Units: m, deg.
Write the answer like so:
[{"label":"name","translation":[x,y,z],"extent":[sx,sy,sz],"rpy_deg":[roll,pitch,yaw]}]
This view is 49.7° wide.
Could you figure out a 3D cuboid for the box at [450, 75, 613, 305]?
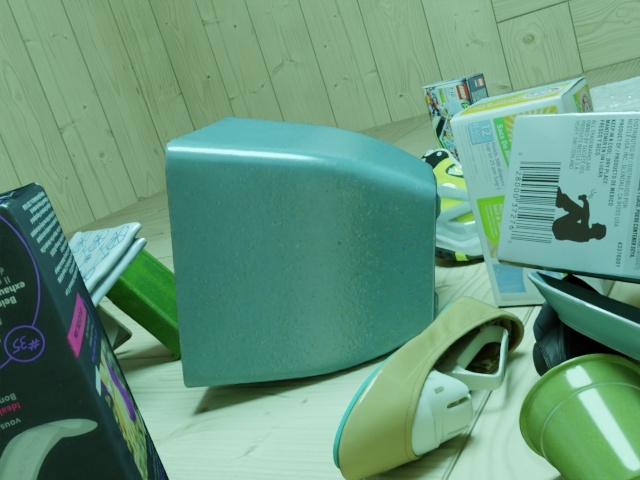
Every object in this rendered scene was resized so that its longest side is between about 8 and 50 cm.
[{"label":"box","translation":[0.221,-0.048,0.696],"extent":[0.114,0.203,0.103],"rpy_deg":[-8,17,36]}]

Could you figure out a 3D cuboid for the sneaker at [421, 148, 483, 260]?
[{"label":"sneaker","translation":[0.311,-0.093,0.888],"extent":[0.384,0.147,0.145],"rpy_deg":[-18,11,-4]}]

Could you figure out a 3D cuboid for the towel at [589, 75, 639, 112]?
[{"label":"towel","translation":[0.466,-0.171,1.046],"extent":[0.282,0.049,0.187],"rpy_deg":[-10,45,35]}]

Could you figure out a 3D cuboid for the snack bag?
[{"label":"snack bag","translation":[-0.361,0.117,0.785],"extent":[0.342,0.037,0.323],"rpy_deg":[-7,44,54]}]

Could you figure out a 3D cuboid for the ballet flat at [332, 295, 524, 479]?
[{"label":"ballet flat","translation":[0.095,0.105,0.530],"extent":[0.073,0.080,0.232],"rpy_deg":[9,28,32]}]

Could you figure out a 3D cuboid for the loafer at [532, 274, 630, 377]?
[{"label":"loafer","translation":[0.193,0.088,0.532],"extent":[0.061,0.062,0.170],"rpy_deg":[-55,-6,26]}]

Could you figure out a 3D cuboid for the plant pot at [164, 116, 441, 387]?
[{"label":"plant pot","translation":[0.000,0.000,0.748],"extent":[0.252,0.248,0.247],"rpy_deg":[1,16,8]}]

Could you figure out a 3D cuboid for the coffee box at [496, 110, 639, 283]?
[{"label":"coffee box","translation":[0.298,-0.019,0.468],"extent":[0.168,0.119,0.297],"rpy_deg":[6,1,-45]}]

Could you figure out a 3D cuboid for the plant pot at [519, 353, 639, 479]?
[{"label":"plant pot","translation":[0.166,0.120,0.388],"extent":[0.083,0.083,0.079],"rpy_deg":[-17,25,2]}]

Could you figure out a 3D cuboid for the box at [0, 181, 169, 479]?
[{"label":"box","translation":[-0.220,0.117,0.461],"extent":[0.165,0.270,0.143],"rpy_deg":[-20,13,-10]}]

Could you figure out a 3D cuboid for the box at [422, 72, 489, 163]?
[{"label":"box","translation":[0.237,-0.159,1.116],"extent":[0.036,0.207,0.114],"rpy_deg":[-24,14,-25]}]

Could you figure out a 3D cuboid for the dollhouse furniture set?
[{"label":"dollhouse furniture set","translation":[-0.274,0.162,0.809],"extent":[0.197,0.151,0.301],"rpy_deg":[-35,26,19]}]

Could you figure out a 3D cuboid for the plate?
[{"label":"plate","translation":[0.222,0.066,0.451],"extent":[0.188,0.024,0.188],"rpy_deg":[19,7,-3]}]
